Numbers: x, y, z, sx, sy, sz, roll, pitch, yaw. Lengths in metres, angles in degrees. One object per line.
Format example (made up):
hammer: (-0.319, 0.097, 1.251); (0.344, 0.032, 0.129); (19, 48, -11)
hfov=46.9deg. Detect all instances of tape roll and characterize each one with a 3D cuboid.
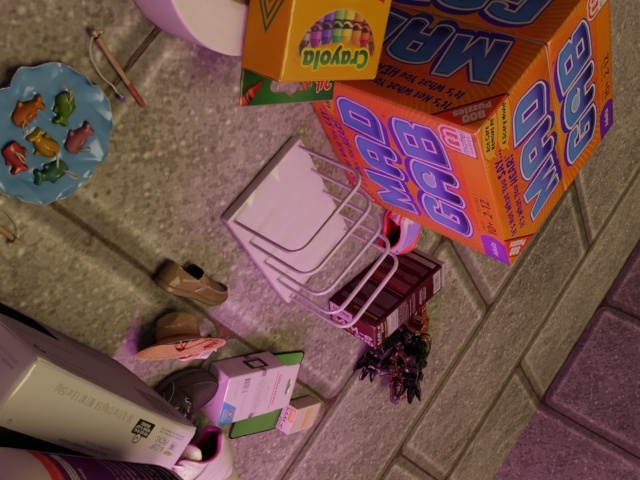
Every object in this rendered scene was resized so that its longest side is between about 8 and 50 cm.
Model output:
tape roll: (-0.115, -0.385, 0.943); (0.286, 0.100, 0.286); (-31, 134, -37)

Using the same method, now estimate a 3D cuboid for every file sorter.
file sorter: (0.000, 0.000, 1.286); (0.192, 0.173, 0.277); (-50, 144, -15)

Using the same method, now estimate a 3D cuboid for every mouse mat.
mouse mat: (-0.108, 0.313, 1.505); (0.153, 0.007, 0.189); (5, 108, -53)

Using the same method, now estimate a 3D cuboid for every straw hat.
straw hat: (-0.229, 0.147, 1.187); (0.144, 0.145, 0.061); (13, 61, -54)

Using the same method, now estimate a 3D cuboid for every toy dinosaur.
toy dinosaur: (0.198, 0.264, 1.779); (0.218, 0.165, 0.321); (-36, 121, -53)

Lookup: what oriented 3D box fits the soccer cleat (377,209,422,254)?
soccer cleat: (0.187, -0.082, 1.552); (0.095, 0.083, 0.247); (-8, 122, -44)

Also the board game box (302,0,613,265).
board game box: (0.248, -0.247, 1.270); (0.356, 0.357, 0.356); (-51, 143, -15)

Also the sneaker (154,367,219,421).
sneaker: (-0.262, 0.310, 1.223); (0.267, 0.106, 0.101); (-31, 133, -39)

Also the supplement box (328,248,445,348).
supplement box: (0.145, 0.112, 1.581); (0.239, 0.130, 0.073); (-37, 138, -30)

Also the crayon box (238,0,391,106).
crayon box: (0.006, -0.326, 0.978); (0.202, 0.081, 0.318); (-16, 126, -46)

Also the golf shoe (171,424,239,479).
golf shoe: (-0.267, 0.422, 1.256); (0.306, 0.115, 0.140); (-23, 120, -50)

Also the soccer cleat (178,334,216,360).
soccer cleat: (-0.210, 0.194, 1.276); (0.083, 0.029, 0.035); (-28, 129, -45)

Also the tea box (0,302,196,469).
tea box: (-0.396, 0.280, 0.930); (0.323, 0.220, 0.329); (-55, 144, -9)

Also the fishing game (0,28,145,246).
fishing game: (-0.328, -0.127, 0.902); (0.264, 0.041, 0.189); (-50, 146, -17)

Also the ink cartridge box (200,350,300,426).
ink cartridge box: (-0.131, 0.274, 1.393); (0.180, 0.060, 0.104); (-2, 114, -47)

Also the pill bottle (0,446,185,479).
pill bottle: (-0.250, 0.328, 0.797); (0.181, 0.182, 0.323); (-60, 145, -3)

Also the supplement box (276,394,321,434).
supplement box: (-0.046, 0.375, 1.592); (0.098, 0.036, 0.062); (4, 110, -58)

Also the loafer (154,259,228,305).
loafer: (-0.197, 0.067, 1.182); (0.148, 0.056, 0.050); (18, 104, -55)
